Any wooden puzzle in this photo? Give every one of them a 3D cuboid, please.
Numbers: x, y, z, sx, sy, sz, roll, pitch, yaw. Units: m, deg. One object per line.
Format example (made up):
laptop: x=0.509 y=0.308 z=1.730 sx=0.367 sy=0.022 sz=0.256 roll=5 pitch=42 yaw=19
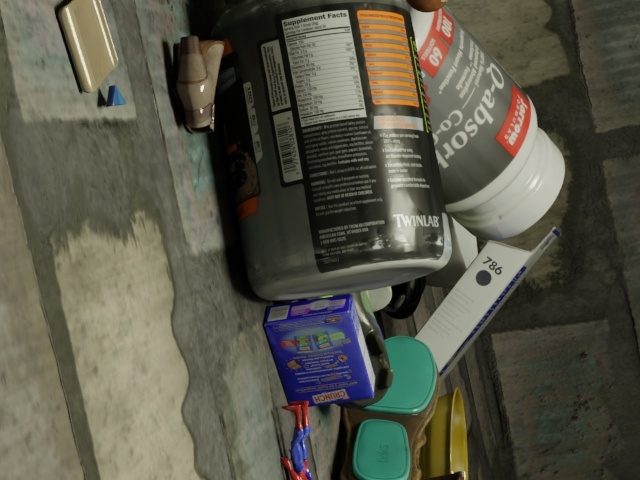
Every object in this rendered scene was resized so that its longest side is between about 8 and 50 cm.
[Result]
wooden puzzle: x=-0.175 y=-0.152 z=1.209 sx=0.078 sy=0.014 sz=0.116 roll=-53 pitch=130 yaw=-71

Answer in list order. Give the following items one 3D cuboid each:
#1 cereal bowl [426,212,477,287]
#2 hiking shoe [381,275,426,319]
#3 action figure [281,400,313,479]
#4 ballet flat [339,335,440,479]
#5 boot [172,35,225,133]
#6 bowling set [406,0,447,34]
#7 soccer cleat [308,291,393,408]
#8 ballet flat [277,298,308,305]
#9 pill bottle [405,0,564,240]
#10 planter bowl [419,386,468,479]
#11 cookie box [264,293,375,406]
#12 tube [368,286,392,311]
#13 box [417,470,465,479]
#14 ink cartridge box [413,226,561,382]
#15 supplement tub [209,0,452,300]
cereal bowl: x=0.140 y=-0.087 z=2.468 sx=0.339 sy=0.141 sz=0.338 roll=-11 pitch=90 yaw=-80
hiking shoe: x=0.096 y=0.060 z=2.267 sx=0.227 sy=0.086 sz=0.114 roll=84 pitch=25 yaw=-55
action figure: x=-0.022 y=0.218 z=1.595 sx=0.038 sy=0.030 sz=0.115 roll=-15 pitch=99 yaw=-74
ballet flat: x=0.079 y=0.245 z=1.928 sx=0.342 sy=0.116 sz=0.124 roll=-80 pitch=176 yaw=-63
boot: x=-0.110 y=-0.142 z=1.487 sx=0.118 sy=0.042 sz=0.087 roll=-17 pitch=102 yaw=-78
bowling set: x=0.042 y=-0.236 z=1.791 sx=0.287 sy=0.200 sz=0.154 roll=47 pitch=29 yaw=-23
soccer cleat: x=0.010 y=0.049 z=1.825 sx=0.121 sy=0.093 sz=0.289 roll=-5 pitch=-83 yaw=67
ballet flat: x=-0.024 y=0.036 z=1.714 sx=0.057 sy=0.049 sz=0.173 roll=52 pitch=29 yaw=-71
pill bottle: x=0.159 y=-0.168 z=2.153 sx=0.363 sy=0.210 sz=0.210 roll=40 pitch=33 yaw=-35
planter bowl: x=0.146 y=0.308 z=2.193 sx=0.217 sy=0.090 sz=0.217 roll=-1 pitch=90 yaw=-80
cookie box: x=0.000 y=0.114 z=1.648 sx=0.040 sy=0.092 sz=0.107 roll=-76 pitch=153 yaw=-60
tube: x=0.055 y=-0.009 z=2.172 sx=0.070 sy=0.062 sz=0.240 roll=-56 pitch=-154 yaw=35
box: x=0.077 y=0.421 z=1.470 sx=0.143 sy=0.191 sz=0.381 roll=-65 pitch=142 yaw=-72
ink cartridge box: x=0.202 y=0.097 z=2.217 sx=0.065 sy=0.332 sz=0.165 roll=40 pitch=4 yaw=11
supplement tub: x=0.004 y=-0.121 z=1.600 sx=0.207 sy=0.207 sz=0.338 roll=29 pitch=50 yaw=-76
